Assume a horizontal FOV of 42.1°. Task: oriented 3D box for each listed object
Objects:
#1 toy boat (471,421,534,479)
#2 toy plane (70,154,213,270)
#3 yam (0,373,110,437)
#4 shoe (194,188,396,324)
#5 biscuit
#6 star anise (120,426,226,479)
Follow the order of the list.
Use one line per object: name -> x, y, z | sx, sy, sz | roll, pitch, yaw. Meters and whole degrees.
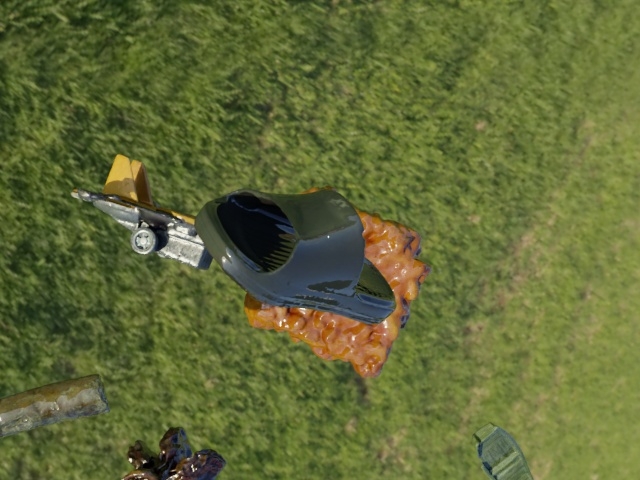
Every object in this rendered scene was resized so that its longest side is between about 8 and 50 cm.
toy boat -> 0.388, 0.469, 1.779 | 0.093, 0.055, 0.293 | -38, 131, -2
toy plane -> -0.148, 0.002, 1.075 | 0.103, 0.316, 0.204 | -63, 169, 2
yam -> -0.421, 0.234, 1.105 | 0.274, 0.061, 0.061 | -13, 137, -9
shoe -> 0.000, 0.000, 0.711 | 0.093, 0.108, 0.241 | -48, 142, 16
biscuit -> 0.036, 0.077, 1.618 | 0.110, 0.312, 0.318 | -23, 139, -86
star anise -> -0.278, 0.429, 1.444 | 0.220, 0.190, 0.126 | -62, 160, -22
